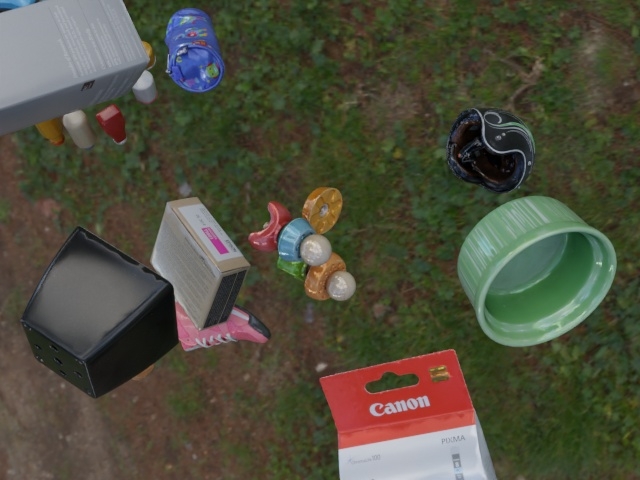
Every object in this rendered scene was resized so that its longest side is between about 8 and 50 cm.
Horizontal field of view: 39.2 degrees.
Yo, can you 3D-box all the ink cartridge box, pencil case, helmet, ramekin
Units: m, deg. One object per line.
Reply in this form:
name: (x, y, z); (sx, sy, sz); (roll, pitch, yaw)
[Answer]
ink cartridge box: (-0.274, 0.051, 2.009); (0.234, 0.088, 0.193); (50, 134, 28)
pencil case: (-0.306, -0.454, 2.137); (0.306, 0.133, 0.119); (-109, 11, -57)
ink cartridge box: (0.179, 0.439, 1.816); (0.308, 0.091, 0.384); (-15, 97, 21)
helmet: (0.354, -0.184, 1.822); (0.169, 0.162, 0.169); (-41, 41, 49)
ramekin: (0.427, 0.056, 1.823); (0.303, 0.303, 0.148); (-65, 32, 28)

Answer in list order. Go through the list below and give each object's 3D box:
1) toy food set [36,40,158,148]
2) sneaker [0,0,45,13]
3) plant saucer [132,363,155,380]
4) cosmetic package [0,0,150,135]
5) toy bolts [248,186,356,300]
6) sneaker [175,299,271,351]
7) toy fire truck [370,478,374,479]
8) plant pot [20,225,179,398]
toy food set: (-0.364, -0.230, 1.530); (0.111, 0.232, 0.104); (48, 167, 15)
sneaker: (-0.497, -0.245, 1.225); (0.341, 0.139, 0.125); (-33, 119, 19)
plant saucer: (-0.359, 0.245, 1.819); (0.013, 0.083, 0.083); (19, 111, 28)
cosmetic package: (-0.316, -0.177, 0.942); (0.107, 0.238, 0.127); (64, 156, -4)
toy bolts: (0.000, 0.000, 1.742); (0.158, 0.228, 0.218); (27, 88, 34)
sneaker: (-0.264, 0.211, 2.135); (0.314, 0.116, 0.136); (15, 73, 22)
toy fire truck: (0.018, 0.552, 1.572); (0.246, 0.158, 0.217); (-42, 87, 29)
plant pot: (-0.346, 0.126, 1.378); (0.187, 0.167, 0.188); (30, 148, 15)
